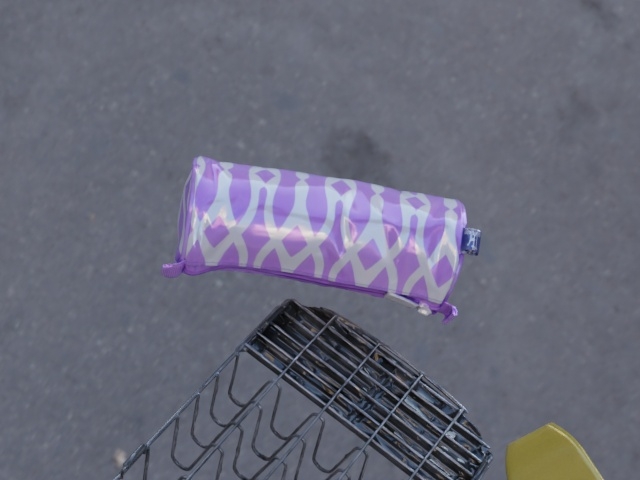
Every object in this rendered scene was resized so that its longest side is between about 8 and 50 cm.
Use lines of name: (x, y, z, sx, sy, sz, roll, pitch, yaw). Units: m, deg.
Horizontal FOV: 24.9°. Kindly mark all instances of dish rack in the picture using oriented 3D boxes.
dish rack: (-0.022, 0.170, 0.950, 0.208, 0.074, 0.271, 38, 52, 8)

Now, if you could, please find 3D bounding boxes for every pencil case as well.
pencil case: (0.000, 0.000, 0.992, 0.206, 0.086, 0.088, 10, 75, -4)

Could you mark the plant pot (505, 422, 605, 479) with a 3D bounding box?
plant pot: (0.208, 0.212, 1.292, 0.083, 0.081, 0.081, 66, 7, 30)
